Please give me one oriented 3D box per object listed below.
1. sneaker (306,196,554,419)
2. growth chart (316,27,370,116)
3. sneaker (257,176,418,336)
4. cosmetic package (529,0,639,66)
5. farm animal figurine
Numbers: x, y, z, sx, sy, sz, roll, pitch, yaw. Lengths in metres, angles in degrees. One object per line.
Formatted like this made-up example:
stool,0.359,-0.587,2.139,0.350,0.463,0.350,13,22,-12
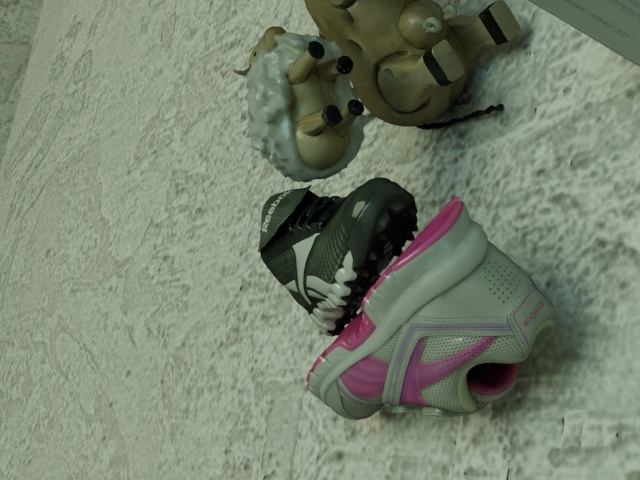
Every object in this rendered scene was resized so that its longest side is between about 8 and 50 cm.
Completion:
sneaker,0.072,0.080,0.713,0.103,0.111,0.252,-45,-8,-28
growth chart,0.038,-0.209,1.013,0.172,0.021,0.237,-22,56,53
sneaker,0.000,0.000,0.748,0.078,0.106,0.234,-48,-7,-18
cosmetic package,0.276,-0.273,0.530,0.385,0.156,0.217,-31,47,49
farm animal figurine,0.038,-0.233,0.841,0.172,0.330,0.327,-19,92,62
